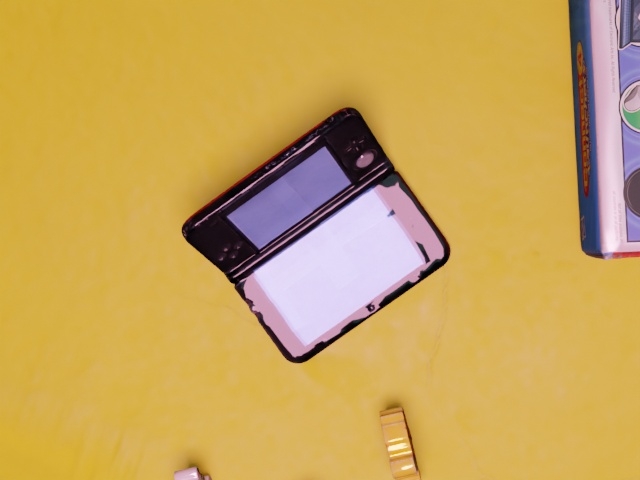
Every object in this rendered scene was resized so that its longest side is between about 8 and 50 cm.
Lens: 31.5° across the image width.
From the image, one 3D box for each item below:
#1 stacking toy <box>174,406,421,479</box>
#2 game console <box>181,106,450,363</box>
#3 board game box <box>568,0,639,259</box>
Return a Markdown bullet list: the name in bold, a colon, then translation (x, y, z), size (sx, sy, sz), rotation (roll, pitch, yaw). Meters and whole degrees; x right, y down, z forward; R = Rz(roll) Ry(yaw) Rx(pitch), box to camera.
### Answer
- **stacking toy**: translation (0.002, 0.237, 0.760), size (0.167, 0.052, 0.221), rotation (-14, 69, 4)
- **game console**: translation (0.000, 0.000, 0.776), size (0.144, 0.124, 0.085), rotation (-36, 62, 3)
- **board game box**: translation (0.323, -0.148, 0.751), size (0.302, 0.086, 0.308), rotation (-2, 90, 3)
